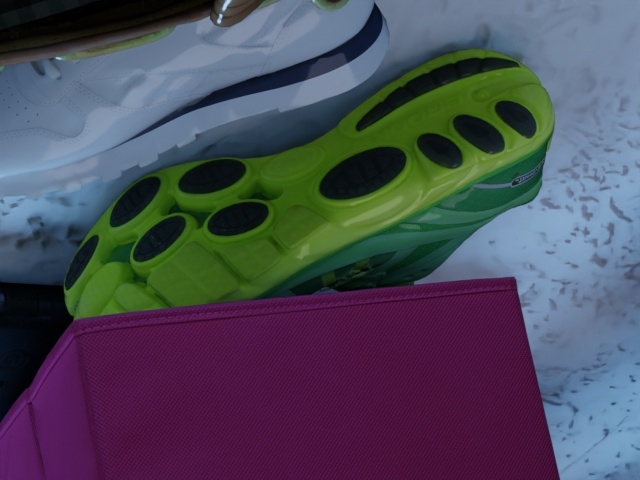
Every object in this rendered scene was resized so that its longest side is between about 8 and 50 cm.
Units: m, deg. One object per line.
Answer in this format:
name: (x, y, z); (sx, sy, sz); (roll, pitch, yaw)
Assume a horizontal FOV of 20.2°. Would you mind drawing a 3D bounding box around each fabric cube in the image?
fabric cube: (-0.022, 0.189, 0.996); (0.254, 0.258, 0.259); (-6, 162, -23)

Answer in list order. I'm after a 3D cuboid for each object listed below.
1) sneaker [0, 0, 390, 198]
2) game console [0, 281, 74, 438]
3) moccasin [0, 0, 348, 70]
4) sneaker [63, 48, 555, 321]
sneaker: (-0.086, -0.098, 0.876); (0.235, 0.090, 0.095); (-23, 133, -3)
game console: (-0.125, 0.157, 1.208); (0.386, 0.060, 0.342); (4, 139, -32)
moccasin: (-0.043, -0.153, 0.742); (0.380, 0.147, 0.139); (-13, 123, -6)
sneaker: (0.000, 0.000, 1.014); (0.295, 0.109, 0.123); (-22, 141, 1)
